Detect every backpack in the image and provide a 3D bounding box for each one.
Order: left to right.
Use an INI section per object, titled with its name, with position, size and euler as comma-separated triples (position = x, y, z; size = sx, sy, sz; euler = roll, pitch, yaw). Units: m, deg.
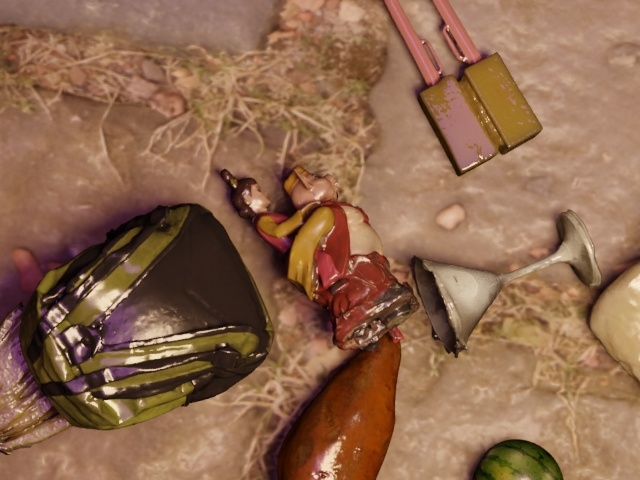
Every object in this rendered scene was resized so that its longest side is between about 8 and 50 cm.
[backpack]
position = -0.180, 0.082, 1.670
size = 0.253, 0.140, 0.207
euler = -27, 85, -28

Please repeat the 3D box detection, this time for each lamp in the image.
[lamp]
position = 0.000, 0.000, 1.725
size = 0.118, 0.118, 0.253
euler = -33, 67, -5

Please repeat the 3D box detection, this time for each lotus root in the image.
[lotus root]
position = -0.313, 0.154, 1.721
size = 0.144, 0.070, 0.143
euler = -43, 98, -7

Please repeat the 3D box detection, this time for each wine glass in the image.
[wine glass]
position = 0.201, 0.039, 1.738
size = 0.182, 0.122, 0.122
euler = -21, 87, -10

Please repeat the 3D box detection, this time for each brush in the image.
[brush]
position = 0.142, -0.195, 1.782
size = 0.103, 0.047, 0.233
euler = -29, 86, -4

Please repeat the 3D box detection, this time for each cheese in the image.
[cheese]
position = 0.417, 0.045, 1.732
size = 0.159, 0.093, 0.263
euler = 44, 100, 5

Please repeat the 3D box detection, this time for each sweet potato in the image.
[sweet potato]
position = 0.010, 0.233, 1.704
size = 0.112, 0.112, 0.359
euler = 24, 71, -1

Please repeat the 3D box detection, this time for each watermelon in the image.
[watermelon]
position = 0.214, 0.264, 1.723
size = 0.109, 0.109, 0.109
euler = 0, 85, -3
